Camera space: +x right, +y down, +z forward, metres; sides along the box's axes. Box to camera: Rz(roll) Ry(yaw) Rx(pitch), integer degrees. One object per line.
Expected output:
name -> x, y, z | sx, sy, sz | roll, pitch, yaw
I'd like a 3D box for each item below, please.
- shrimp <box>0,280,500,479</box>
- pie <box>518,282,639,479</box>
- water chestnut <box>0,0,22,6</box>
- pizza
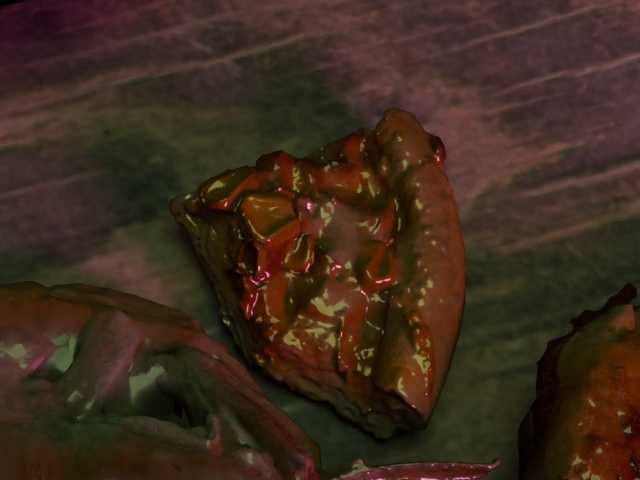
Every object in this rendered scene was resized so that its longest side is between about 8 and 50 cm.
shrimp -> -0.069, 0.093, 0.917 | 0.317, 0.077, 0.168 | 6, 56, -3
pie -> 0.228, 0.139, 0.932 | 0.308, 0.085, 0.308 | 5, 58, -8
water chestnut -> -0.191, -0.263, 0.995 | 0.300, 0.300, 0.300 | 4, 58, -7
pizza -> 0.000, 0.000, 0.991 | 0.161, 0.062, 0.182 | 15, 59, 1
